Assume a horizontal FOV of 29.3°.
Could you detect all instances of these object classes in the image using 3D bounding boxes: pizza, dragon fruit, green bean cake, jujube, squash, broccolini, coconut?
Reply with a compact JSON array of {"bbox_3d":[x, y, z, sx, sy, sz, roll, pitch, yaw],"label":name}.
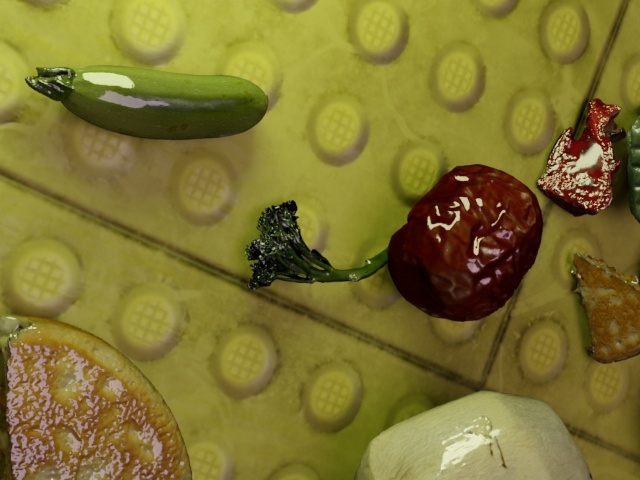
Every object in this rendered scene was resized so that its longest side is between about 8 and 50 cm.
[{"bbox_3d":[0.482,0.095,2.011,0.199,0.188,0.062,54,35,1],"label":"pizza"},{"bbox_3d":[-0.287,0.220,1.570,0.268,0.087,0.258,-1,92,-32],"label":"pizza"},{"bbox_3d":[0.430,-0.136,1.989,0.092,0.122,0.192,29,73,-71],"label":"dragon fruit"},{"bbox_3d":[0.568,-0.130,2.011,0.185,0.094,0.183,-36,122,-52],"label":"green bean cake"},{"bbox_3d":[0.213,0.009,1.776,0.232,0.213,0.213,-42,116,-32],"label":"jujube"},{"bbox_3d":[-0.215,-0.174,1.567,0.340,0.094,0.095,1,95,-34],"label":"squash"},{"bbox_3d":[0.007,0.001,1.750,0.271,0.062,0.123,-3,102,-38],"label":"broccolini"},{"bbox_3d":[0.206,0.400,1.751,0.360,0.346,0.346,-22,108,-6],"label":"coconut"}]
